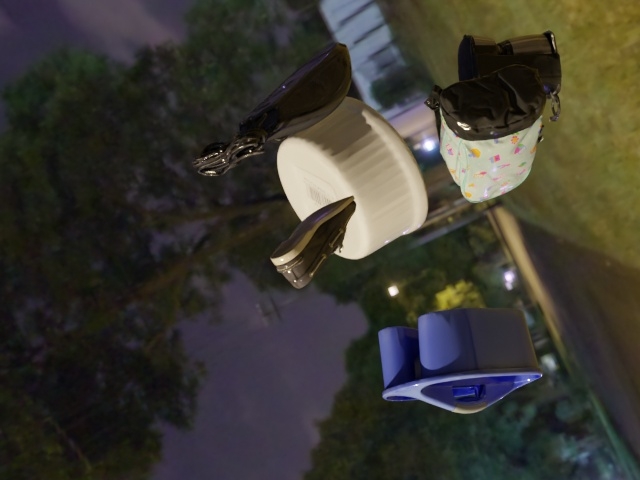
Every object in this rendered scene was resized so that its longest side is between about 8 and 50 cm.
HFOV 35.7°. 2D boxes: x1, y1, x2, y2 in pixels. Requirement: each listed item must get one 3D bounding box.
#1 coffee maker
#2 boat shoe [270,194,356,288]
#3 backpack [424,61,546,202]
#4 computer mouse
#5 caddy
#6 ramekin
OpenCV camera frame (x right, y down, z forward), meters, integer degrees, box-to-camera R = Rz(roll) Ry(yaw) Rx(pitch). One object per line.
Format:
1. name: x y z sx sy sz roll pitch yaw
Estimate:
1. coffee maker: 0.368 -0.321 1.924 0.120 0.178 0.171 102 159 -58
2. boat shoe: 0.000 0.000 1.492 0.065 0.075 0.206 60 -138 -13
3. backpack: 0.216 -0.135 1.302 0.182 0.152 0.115 87 170 -63
4. computer mouse: -0.045 -0.175 1.391 0.072 0.272 0.188 51 155 -14
5. caddy: 0.267 0.241 1.899 0.341 0.241 0.179 5 -111 -40
6. ramekin: 0.047 -0.101 1.747 0.277 0.135 0.277 43 154 27
